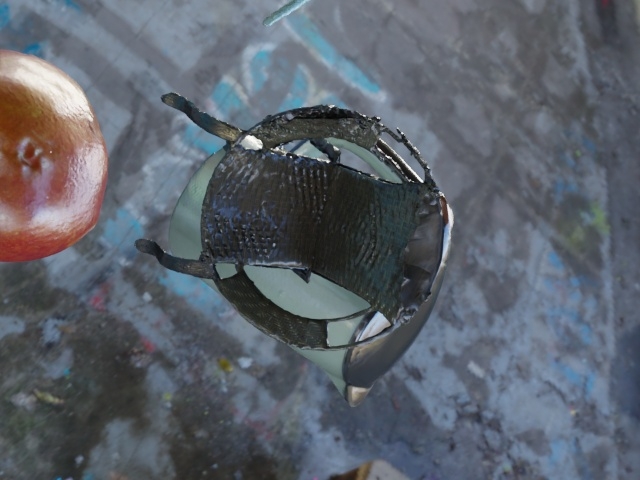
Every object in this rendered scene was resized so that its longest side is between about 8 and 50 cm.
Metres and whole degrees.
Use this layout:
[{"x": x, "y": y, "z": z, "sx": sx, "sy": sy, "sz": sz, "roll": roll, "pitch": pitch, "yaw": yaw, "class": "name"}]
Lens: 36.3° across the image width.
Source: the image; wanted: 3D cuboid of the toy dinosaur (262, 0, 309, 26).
[{"x": 0.121, "y": -0.308, "z": 1.060, "sx": 0.383, "sy": 0.129, "sz": 0.076, "roll": -9, "pitch": 69, "yaw": -27, "class": "toy dinosaur"}]

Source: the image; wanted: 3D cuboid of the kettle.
[{"x": 0.000, "y": 0.000, "z": 0.976, "sx": 0.255, "sy": 0.240, "sz": 0.165, "roll": 37, "pitch": 18, "yaw": 29, "class": "kettle"}]

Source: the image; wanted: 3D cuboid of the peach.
[{"x": -0.347, "y": -0.091, "z": 1.094, "sx": 0.243, "sy": 0.199, "sz": 0.243, "roll": 12, "pitch": 69, "yaw": -36, "class": "peach"}]

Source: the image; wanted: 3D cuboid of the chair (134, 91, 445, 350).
[{"x": -0.020, "y": -0.018, "z": 0.723, "sx": 0.149, "sy": 0.213, "sz": 0.174, "roll": 7, "pitch": 102, "yaw": -36, "class": "chair"}]
